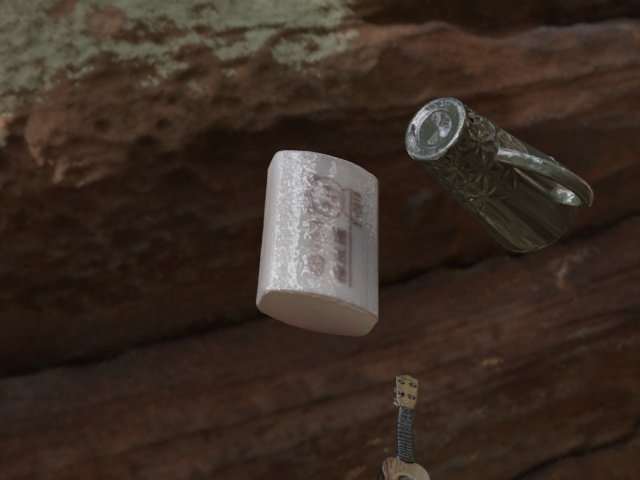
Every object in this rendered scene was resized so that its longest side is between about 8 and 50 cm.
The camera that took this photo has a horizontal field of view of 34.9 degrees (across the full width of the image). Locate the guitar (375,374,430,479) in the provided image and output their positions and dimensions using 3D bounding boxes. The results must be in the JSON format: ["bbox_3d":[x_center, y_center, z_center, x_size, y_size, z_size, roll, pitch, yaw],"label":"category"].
[{"bbox_3d":[0.107,0.279,1.324,0.084,0.271,0.038,19,-55,-9],"label":"guitar"}]

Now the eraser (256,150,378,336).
[{"bbox_3d":[0.000,0.000,1.507,0.174,0.270,0.095,15,-39,-14],"label":"eraser"}]

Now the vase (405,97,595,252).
[{"bbox_3d":[0.261,-0.100,1.503,0.301,0.251,0.156,30,-107,-41],"label":"vase"}]
